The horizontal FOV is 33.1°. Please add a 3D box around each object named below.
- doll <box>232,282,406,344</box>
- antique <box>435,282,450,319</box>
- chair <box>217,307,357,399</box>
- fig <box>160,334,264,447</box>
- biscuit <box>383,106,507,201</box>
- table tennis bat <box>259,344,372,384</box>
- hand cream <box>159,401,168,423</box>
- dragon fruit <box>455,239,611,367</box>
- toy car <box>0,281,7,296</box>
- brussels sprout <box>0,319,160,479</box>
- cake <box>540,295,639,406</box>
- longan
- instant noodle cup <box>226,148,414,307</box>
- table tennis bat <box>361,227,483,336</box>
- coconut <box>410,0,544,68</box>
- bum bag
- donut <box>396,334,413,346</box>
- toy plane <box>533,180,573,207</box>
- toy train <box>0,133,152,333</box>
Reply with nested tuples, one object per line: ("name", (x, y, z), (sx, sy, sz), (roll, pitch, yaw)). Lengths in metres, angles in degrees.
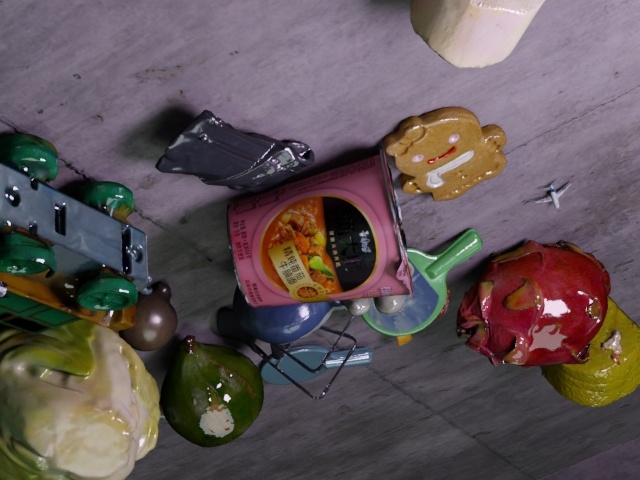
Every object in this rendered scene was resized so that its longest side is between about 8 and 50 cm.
("doll", (-0.014, 0.085, 1.766), (0.258, 0.228, 0.154), (-29, 112, -9))
("antique", (0.194, 0.102, 2.001), (0.104, 0.104, 0.104), (-14, 150, -8))
("chair", (-0.060, 0.161, 1.957), (0.145, 0.221, 0.140), (-55, 161, -25))
("fig", (-0.210, 0.263, 1.995), (0.195, 0.195, 0.245), (-21, 115, 4))
("biscuit", (0.197, -0.132, 1.674), (0.184, 0.035, 0.249), (-28, 149, 15))
("table tennis bat", (-0.008, 0.248, 2.195), (0.237, 0.038, 0.149), (-6, 147, -13))
("hand cream", (-0.359, 0.343, 2.151), (0.209, 0.043, 0.067), (9, 138, -31))
("dragon fruit", (0.418, 0.125, 2.033), (0.315, 0.250, 0.250), (6, 143, -25))
("toy car", (-0.420, 0.062, 1.315), (0.093, 0.025, 0.041), (-16, 151, 41))
("brussels sprout", (-0.404, 0.231, 1.660), (0.344, 0.344, 0.268), (-11, 115, -14))
("cake", (0.527, 0.202, 2.187), (0.179, 0.260, 0.156), (-25, 135, -14))
("longan", (-0.282, 0.125, 1.778), (0.119, 0.106, 0.106), (-62, 149, -10))
("instant noodle cup", (0.000, 0.000, 1.616), (0.255, 0.244, 0.244), (-12, 151, 5))
("table tennis bat", (0.181, 0.066, 1.928), (0.257, 0.039, 0.160), (-36, 106, -2))
("coconut", (0.190, -0.298, 1.284), (0.147, 0.147, 0.153), (-3, 145, -26))
("bum bag", (-0.119, -0.118, 1.491), (0.123, 0.060, 0.248), (-31, 150, 26))
("donut", (0.164, 0.177, 2.179), (0.037, 0.067, 0.083), (-15, 119, 7))
("toy plane", (0.411, -0.079, 1.897), (0.077, 0.024, 0.084), (-27, 156, 5))
("toy train", (-0.399, 0.009, 1.444), (0.249, 0.178, 0.429), (-19, 152, 27))
